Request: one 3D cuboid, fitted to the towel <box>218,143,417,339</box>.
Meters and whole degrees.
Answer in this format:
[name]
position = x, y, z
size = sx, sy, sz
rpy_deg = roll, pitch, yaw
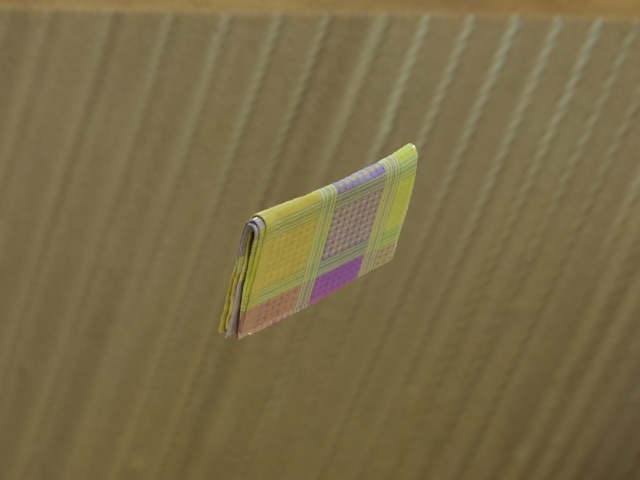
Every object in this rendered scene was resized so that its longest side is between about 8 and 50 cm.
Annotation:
[towel]
position = 0.000, 0.000, 0.656
size = 0.083, 0.009, 0.060
rpy_deg = -26, -35, -36
